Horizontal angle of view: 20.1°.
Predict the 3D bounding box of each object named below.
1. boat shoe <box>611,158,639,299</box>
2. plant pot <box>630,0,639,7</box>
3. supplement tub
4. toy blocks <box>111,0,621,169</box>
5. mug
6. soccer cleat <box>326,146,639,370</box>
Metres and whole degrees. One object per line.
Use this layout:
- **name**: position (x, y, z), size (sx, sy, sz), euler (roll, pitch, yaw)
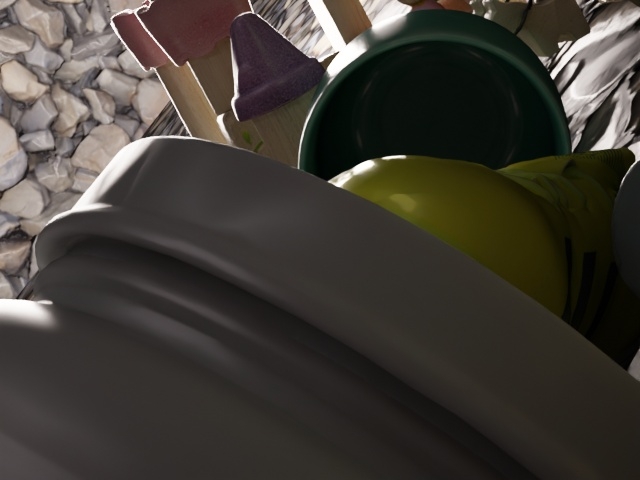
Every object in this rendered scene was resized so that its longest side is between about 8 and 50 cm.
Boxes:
- **boat shoe**: position (0.163, 0.018, 0.473), size (0.183, 0.083, 0.065), euler (41, 125, 53)
- **plant pot**: position (0.118, -0.196, 0.592), size (0.256, 0.274, 0.256), euler (-160, 90, -76)
- **supplement tub**: position (-0.063, 0.165, 0.424), size (0.331, 0.241, 0.241), euler (-54, 12, -17)
- **toy blocks**: position (0.009, -0.209, 1.051), size (0.289, 0.260, 0.309), euler (-29, 10, -8)
- **mug**: position (0.048, -0.038, 0.891), size (0.157, 0.129, 0.097), euler (-48, 9, 17)
- **soccer cleat**: position (0.058, 0.007, 0.584), size (0.121, 0.093, 0.289), euler (-55, -16, -4)
